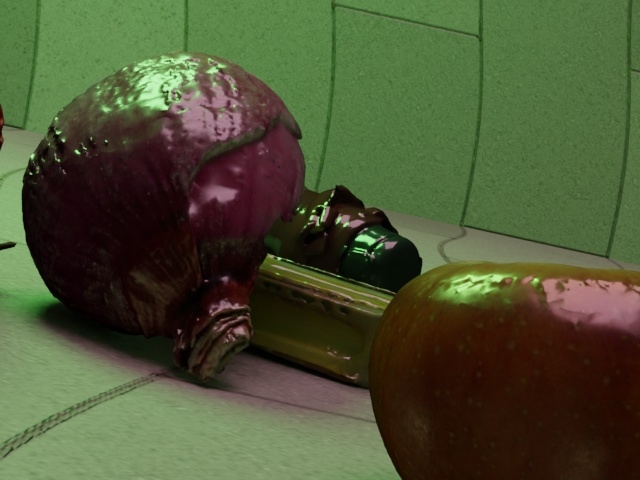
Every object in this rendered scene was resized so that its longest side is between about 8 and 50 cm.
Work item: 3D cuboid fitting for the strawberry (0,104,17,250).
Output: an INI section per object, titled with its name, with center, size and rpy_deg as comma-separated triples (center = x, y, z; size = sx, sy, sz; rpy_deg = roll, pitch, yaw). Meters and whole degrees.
[strawberry]
center = -0.372, -0.079, 1.082
size = 0.292, 0.292, 0.343
rpy_deg = 15, -8, 22

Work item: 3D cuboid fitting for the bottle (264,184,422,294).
[bottle]
center = 0.000, 0.000, 1.549
size = 0.156, 0.143, 0.271
rpy_deg = 6, 10, -46

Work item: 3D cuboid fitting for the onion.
[onion]
center = -0.142, -0.038, 1.081
size = 0.159, 0.267, 0.348
rpy_deg = 50, 4, -30

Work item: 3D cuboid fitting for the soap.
[soap]
center = -0.022, 0.065, 1.185
size = 0.233, 0.076, 0.135
rpy_deg = 15, 7, 24

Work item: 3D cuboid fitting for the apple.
[apple]
center = 0.137, 0.099, 0.744
size = 0.210, 0.173, 0.235
rpy_deg = 5, 0, -26
